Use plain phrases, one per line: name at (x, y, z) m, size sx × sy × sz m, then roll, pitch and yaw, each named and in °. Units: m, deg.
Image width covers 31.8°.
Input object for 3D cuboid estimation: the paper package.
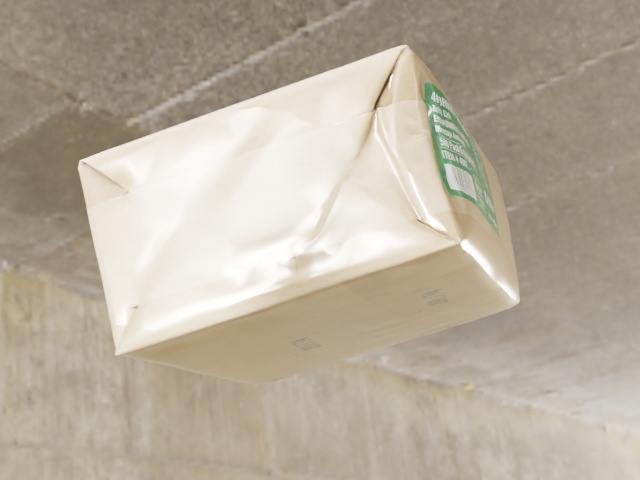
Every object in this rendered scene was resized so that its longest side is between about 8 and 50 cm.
paper package at (0.000, 0.000, 0.986) m, size 0.309 × 0.168 × 0.325 m, roll -19°, pitch 163°, yaw 14°
